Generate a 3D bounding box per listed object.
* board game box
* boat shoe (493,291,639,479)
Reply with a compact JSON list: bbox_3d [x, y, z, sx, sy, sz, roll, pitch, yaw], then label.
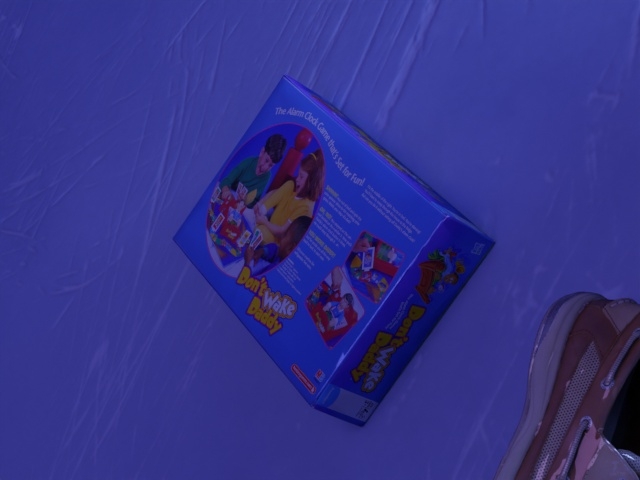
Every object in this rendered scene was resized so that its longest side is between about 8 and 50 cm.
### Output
[{"bbox_3d":[0.000,0.000,1.471,0.233,0.078,0.347,-55,41,10],"label":"board game box"},{"bbox_3d":[0.218,0.195,1.114,0.116,0.123,0.324,0,71,44],"label":"boat shoe"}]
